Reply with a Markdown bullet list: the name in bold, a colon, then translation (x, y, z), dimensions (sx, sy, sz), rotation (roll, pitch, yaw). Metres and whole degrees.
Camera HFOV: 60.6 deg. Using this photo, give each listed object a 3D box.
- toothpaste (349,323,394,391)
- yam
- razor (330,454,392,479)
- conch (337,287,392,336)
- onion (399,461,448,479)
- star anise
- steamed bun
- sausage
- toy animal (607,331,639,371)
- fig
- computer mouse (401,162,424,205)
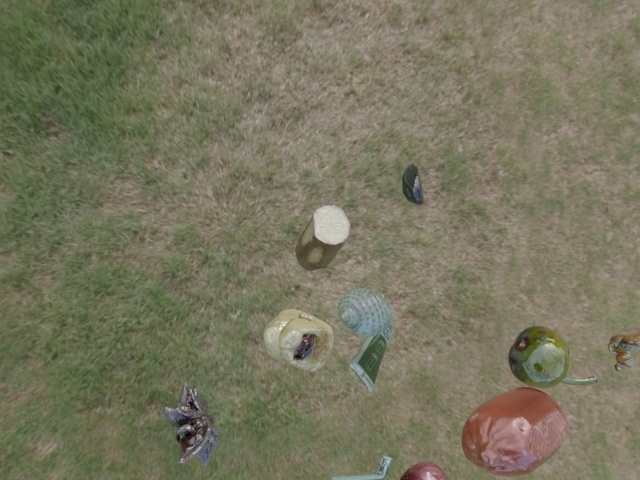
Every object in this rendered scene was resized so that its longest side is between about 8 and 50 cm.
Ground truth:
- **toothpaste**: translation (0.164, 0.323, 1.643), dimensions (0.061, 0.392, 0.098), rotation (-38, 90, 24)
- **yam**: translation (0.002, 0.000, 1.675), dimensions (0.128, 0.238, 0.129), rotation (30, 60, -2)
- **razor**: translation (0.131, 0.738, 1.688), dimensions (0.278, 0.056, 0.110), rotation (18, 93, -49)
- **conch**: translation (0.123, 0.187, 1.451), dimensions (0.153, 0.102, 0.135), rotation (-21, 70, -15)
- **onion**: translation (0.308, 0.784, 1.729), dimensions (0.195, 0.159, 0.159), rotation (2, 91, -15)
- **star anise**: translation (-0.329, 0.496, 1.442), dimensions (0.089, 0.231, 0.209), rotation (-35, 133, 8)
- **steamed bun**: translation (-0.071, 0.248, 1.392), dimensions (0.172, 0.155, 0.140), rotation (18, 83, 30)
- **sausage**: translation (0.363, 0.350, 1.013), dimensions (0.255, 0.148, 0.148), rotation (-10, 93, -41)
- **toy animal**: translation (1.070, 0.340, 1.822), dimensions (0.313, 0.157, 0.097), rotation (-10, 97, -10)
- **fig**: translation (0.571, 0.308, 1.330), dimensions (0.245, 0.149, 0.149), rotation (32, 86, -19)
- **computer mouse**: translation (0.217, -0.132, 1.304), dimensions (0.047, 0.135, 0.079), rotation (-9, 126, 14)
